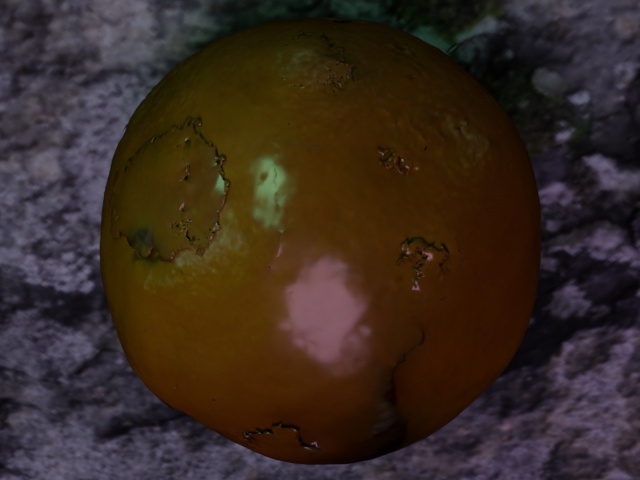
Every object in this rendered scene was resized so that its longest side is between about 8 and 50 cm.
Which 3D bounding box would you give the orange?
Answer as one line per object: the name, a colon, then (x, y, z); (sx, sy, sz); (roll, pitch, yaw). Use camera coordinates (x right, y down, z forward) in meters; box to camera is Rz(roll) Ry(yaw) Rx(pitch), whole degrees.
orange: (0.000, 0.000, 0.820); (0.246, 0.246, 0.246); (1, 128, 2)
